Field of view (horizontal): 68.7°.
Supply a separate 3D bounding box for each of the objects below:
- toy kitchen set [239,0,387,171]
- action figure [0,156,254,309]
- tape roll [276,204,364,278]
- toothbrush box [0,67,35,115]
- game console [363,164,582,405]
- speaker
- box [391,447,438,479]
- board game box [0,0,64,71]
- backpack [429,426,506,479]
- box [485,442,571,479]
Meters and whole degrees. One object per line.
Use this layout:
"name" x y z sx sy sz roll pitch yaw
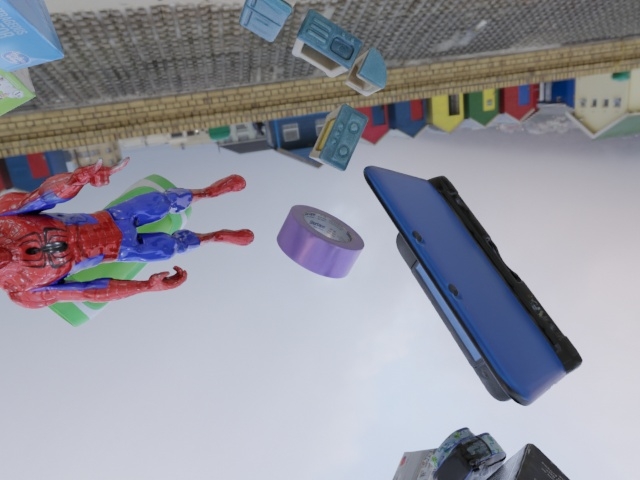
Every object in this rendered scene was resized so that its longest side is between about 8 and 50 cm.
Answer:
"toy kitchen set" -0.022 -0.208 0.601 0.207 0.166 0.122 25 178 -17
"action figure" -0.126 -0.011 0.367 0.139 0.091 0.280 -5 -172 31
"tape roll" 0.000 0.000 1.072 0.189 0.080 0.189 24 -160 -9
"toothbrush box" -0.647 -0.264 0.762 0.283 0.122 0.206 -31 -119 -2
"game console" 0.154 0.070 0.591 0.173 0.250 0.293 -18 -116 -23
"speaker" -0.378 0.012 0.866 0.131 0.131 0.296 9 -129 43
"box" 0.199 0.496 0.947 0.145 0.038 0.186 -53 -178 -35
"board game box" -0.324 -0.326 0.360 0.064 0.316 0.242 -19 -173 -10
"backpack" 0.255 0.376 0.805 0.114 0.105 0.084 3 -150 -34
"box" 0.163 0.418 0.481 0.183 0.296 0.294 45 -157 25
